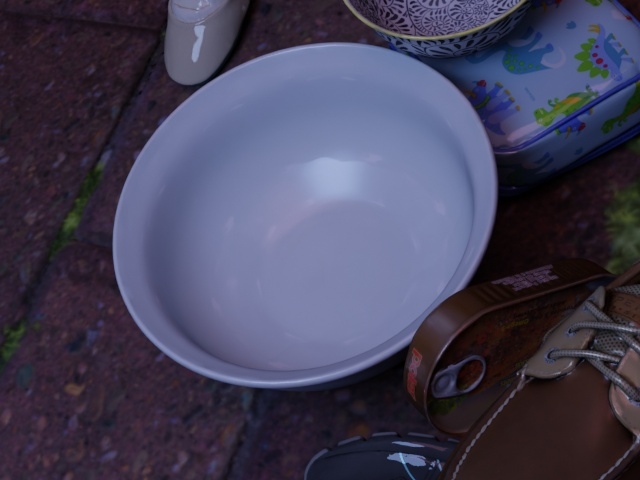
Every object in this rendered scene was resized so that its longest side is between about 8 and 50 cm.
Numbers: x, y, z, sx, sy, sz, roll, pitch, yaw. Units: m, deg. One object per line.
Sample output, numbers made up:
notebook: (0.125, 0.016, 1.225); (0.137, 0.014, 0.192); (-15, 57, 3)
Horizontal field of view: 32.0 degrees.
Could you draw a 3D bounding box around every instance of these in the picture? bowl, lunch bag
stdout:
bowl: (0.103, -0.200, 0.879); (0.170, 0.080, 0.170); (-7, 58, 12)
bowl: (0.000, 0.000, 0.875); (0.298, 0.134, 0.298); (-8, 60, 14)
lunch bag: (0.161, -0.154, 0.936); (0.176, 0.090, 0.219); (-31, 57, -2)

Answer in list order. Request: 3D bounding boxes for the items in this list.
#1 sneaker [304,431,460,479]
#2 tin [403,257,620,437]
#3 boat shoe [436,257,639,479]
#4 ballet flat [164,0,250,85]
sneaker: (0.111, 0.194, 0.748); (0.267, 0.101, 0.106); (3, 65, 20)
tin: (0.140, 0.073, 0.777); (0.190, 0.106, 0.040); (-13, 29, -30)
boat shoe: (0.187, 0.080, 0.700); (0.122, 0.120, 0.324); (25, 42, 35)
ballet flat: (-0.104, -0.271, 1.095); (0.086, 0.086, 0.248); (9, 65, 22)
